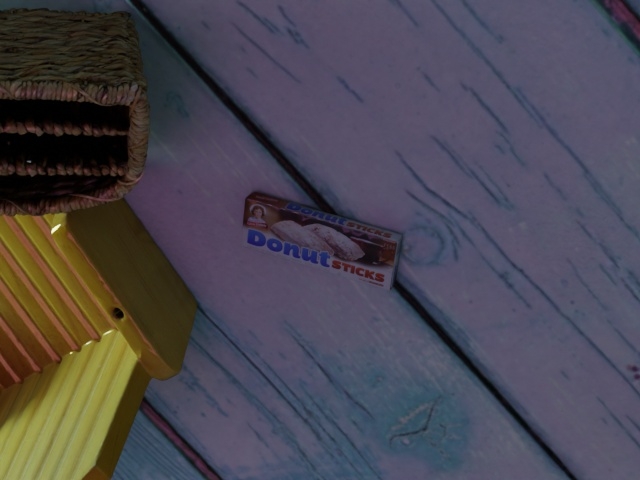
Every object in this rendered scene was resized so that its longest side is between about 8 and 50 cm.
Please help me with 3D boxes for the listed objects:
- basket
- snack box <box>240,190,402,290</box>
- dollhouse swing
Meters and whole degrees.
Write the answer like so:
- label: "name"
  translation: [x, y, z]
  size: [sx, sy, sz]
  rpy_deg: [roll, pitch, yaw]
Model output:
- label: "basket"
  translation: [-0.331, -0.108, 1.601]
  size: [0.299, 0.223, 0.214]
  rpy_deg: [1, 119, -11]
- label: "snack box"
  translation: [0.000, 0.000, 1.700]
  size: [0.178, 0.022, 0.064]
  rpy_deg: [17, 123, 15]
- label: "dollhouse swing"
  translation: [-0.370, 0.143, 1.771]
  size: [0.346, 0.305, 0.315]
  rpy_deg: [-27, 103, 34]
